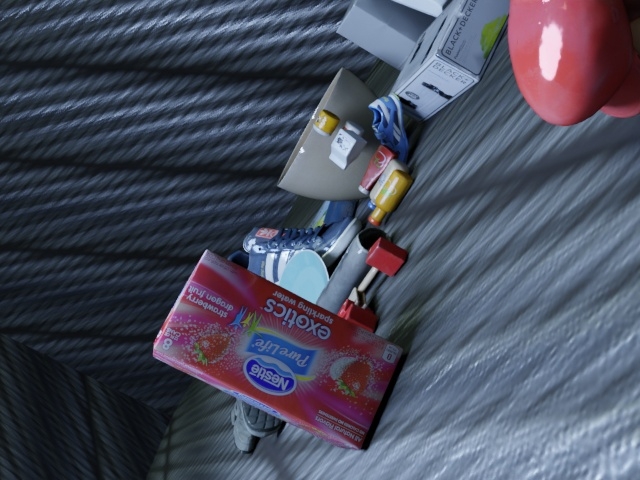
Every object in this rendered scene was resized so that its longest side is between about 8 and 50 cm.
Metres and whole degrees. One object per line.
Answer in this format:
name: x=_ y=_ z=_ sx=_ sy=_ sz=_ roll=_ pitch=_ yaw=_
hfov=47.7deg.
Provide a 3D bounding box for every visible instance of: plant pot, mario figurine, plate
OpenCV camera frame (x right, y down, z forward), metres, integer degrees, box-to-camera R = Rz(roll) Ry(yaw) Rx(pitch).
plant pot: x=0.058 y=-0.194 z=1.528 sx=0.284 sy=0.191 sz=0.284 roll=-59 pitch=9 yaw=15
mario figurine: x=0.279 y=-0.211 z=0.558 sx=0.320 sy=0.170 sz=0.198 roll=-52 pitch=-29 yaw=-4
plate: x=-0.029 y=0.112 z=1.411 sx=0.188 sy=0.024 sz=0.188 roll=-20 pitch=65 yaw=52

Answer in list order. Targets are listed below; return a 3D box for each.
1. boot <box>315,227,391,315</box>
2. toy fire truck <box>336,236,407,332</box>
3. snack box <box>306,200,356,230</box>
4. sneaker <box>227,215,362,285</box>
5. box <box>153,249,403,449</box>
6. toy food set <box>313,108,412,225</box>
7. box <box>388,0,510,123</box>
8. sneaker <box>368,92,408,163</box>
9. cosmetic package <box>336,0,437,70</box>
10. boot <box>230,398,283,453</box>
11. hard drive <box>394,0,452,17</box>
boot: x=0.027 y=0.090 z=1.150 sx=0.208 sy=0.076 sz=0.189 roll=-50 pitch=3 yaw=31
toy fire truck: x=0.052 y=0.099 z=1.060 sx=0.192 sy=0.047 sz=0.135 roll=-55 pitch=9 yaw=44
snack box: x=0.000 y=0.000 z=1.675 sx=0.207 sy=0.070 sz=0.174 roll=-55 pitch=9 yaw=35
sneaker: x=-0.071 y=0.015 z=1.526 sx=0.350 sy=0.148 sz=0.131 roll=-33 pitch=9 yaw=35
box: x=-0.053 y=0.131 z=0.844 sx=0.128 sy=0.257 sz=0.122 roll=-64 pitch=6 yaw=-17
toy food set: x=0.070 y=-0.134 z=1.325 sx=0.111 sy=0.232 sz=0.104 roll=-6 pitch=-47 yaw=-57
box: x=0.226 y=-0.332 z=1.304 sx=0.169 sy=0.087 sz=0.290 roll=-63 pitch=7 yaw=-11
sneaker: x=0.128 y=-0.203 z=1.374 sx=0.053 sy=0.059 sz=0.144 roll=14 pitch=119 yaw=67
cosmetic package: x=0.168 y=-0.448 z=1.531 sx=0.127 sy=0.238 sz=0.107 roll=-65 pitch=8 yaw=-29
boot: x=-0.119 y=0.328 z=1.328 sx=0.246 sy=0.084 sz=0.161 roll=-115 pitch=36 yaw=-68
hard drive: x=0.250 y=-0.610 z=1.435 sx=0.353 sy=0.233 sz=0.047 roll=-51 pitch=-30 yaw=-11
